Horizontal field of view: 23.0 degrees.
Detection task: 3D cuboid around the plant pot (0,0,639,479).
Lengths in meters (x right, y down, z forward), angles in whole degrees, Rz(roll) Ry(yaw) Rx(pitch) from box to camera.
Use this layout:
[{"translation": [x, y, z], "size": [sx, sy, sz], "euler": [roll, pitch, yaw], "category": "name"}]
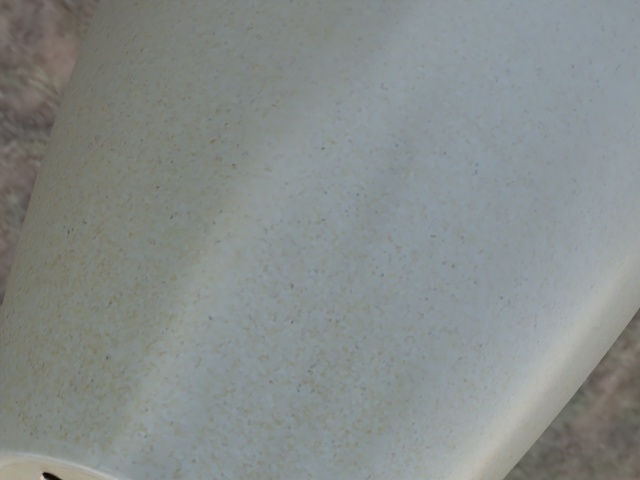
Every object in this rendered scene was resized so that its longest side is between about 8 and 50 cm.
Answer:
[{"translation": [0.000, 0.000, 0.559], "size": [0.274, 0.256, 0.256], "euler": [-61, 139, -32], "category": "plant pot"}]
